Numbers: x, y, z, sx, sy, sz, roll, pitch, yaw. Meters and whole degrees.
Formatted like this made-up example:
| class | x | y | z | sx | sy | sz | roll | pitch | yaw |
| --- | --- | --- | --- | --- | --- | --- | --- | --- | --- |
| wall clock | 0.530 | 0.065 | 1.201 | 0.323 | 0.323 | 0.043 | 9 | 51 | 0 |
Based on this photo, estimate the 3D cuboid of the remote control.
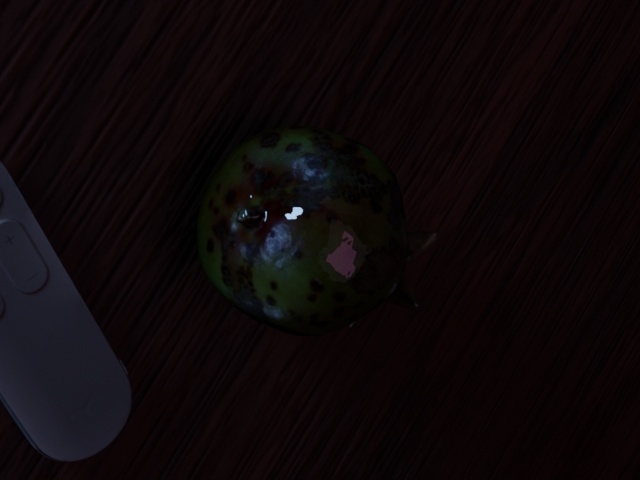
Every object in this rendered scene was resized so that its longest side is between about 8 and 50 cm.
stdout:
| class | x | y | z | sx | sy | sz | roll | pitch | yaw |
| --- | --- | --- | --- | --- | --- | --- | --- | --- | --- |
| remote control | -0.186 | 0.042 | 0.713 | 0.077 | 0.022 | 0.245 | -38 | 127 | -22 |

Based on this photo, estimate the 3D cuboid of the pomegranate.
| class | x | y | z | sx | sy | sz | roll | pitch | yaw |
| --- | --- | --- | --- | --- | --- | --- | --- | --- | --- |
| pomegranate | -0.002 | 0.005 | 0.779 | 0.148 | 0.148 | 0.169 | -54 | 131 | -11 |
